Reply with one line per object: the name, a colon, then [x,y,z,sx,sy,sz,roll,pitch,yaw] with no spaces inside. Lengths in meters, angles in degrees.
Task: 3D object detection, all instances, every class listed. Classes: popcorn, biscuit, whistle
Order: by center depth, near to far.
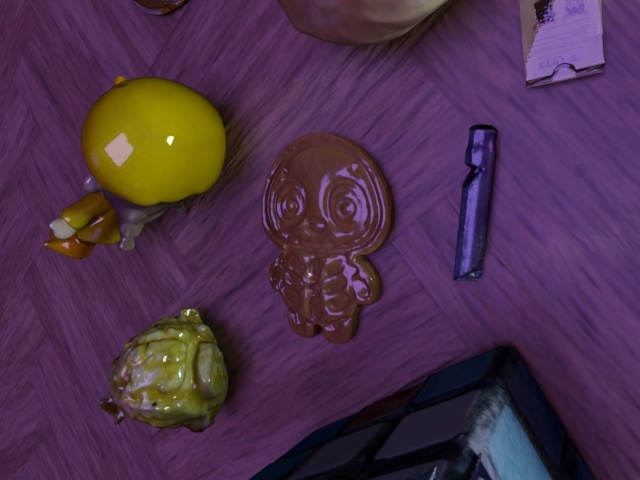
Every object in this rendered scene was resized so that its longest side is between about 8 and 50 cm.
whistle: [0.174,-0.040,0.508,0.033,0.033,0.176,8,100,31]
biscuit: [-0.001,0.000,0.617,0.202,0.044,0.288,10,99,30]
popcorn: [-0.240,0.218,0.713,0.167,0.186,0.187,47,128,38]

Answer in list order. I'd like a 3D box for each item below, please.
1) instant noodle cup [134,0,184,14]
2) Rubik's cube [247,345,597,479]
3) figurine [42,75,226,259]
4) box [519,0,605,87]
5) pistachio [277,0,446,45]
instant noodle cup: [-0.293,-0.469,0.656,0.216,0.172,0.215,4,97,30]
Rubik's cube: [0.091,0.356,0.424,0.359,0.363,0.362,-36,79,28]
figurine: [-0.283,-0.095,0.687,0.187,0.215,0.344,42,128,-14]
box: [0.239,-0.234,0.451,0.073,0.020,0.149,-3,95,31]
pistachio: [0.067,-0.339,0.438,0.230,0.230,0.309,46,113,18]
